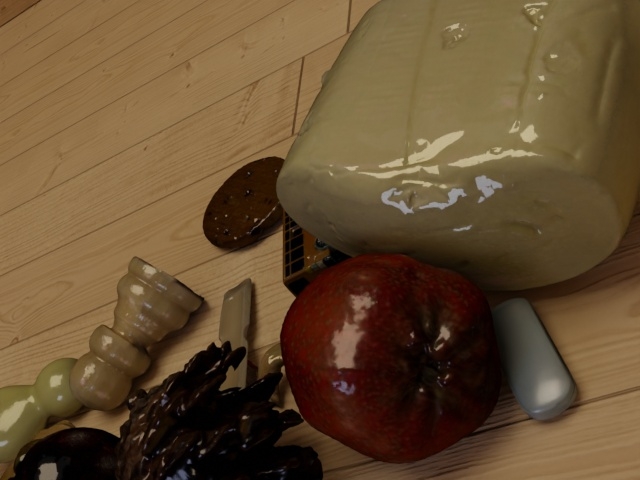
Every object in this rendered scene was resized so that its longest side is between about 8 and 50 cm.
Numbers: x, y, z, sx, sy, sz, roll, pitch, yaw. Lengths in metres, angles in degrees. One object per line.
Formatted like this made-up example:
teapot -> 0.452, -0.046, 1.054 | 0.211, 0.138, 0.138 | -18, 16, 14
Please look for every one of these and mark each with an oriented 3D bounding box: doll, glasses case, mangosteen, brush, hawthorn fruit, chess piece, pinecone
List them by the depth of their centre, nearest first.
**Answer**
glasses case -> 0.249, 0.138, 1.129 | 0.067, 0.045, 0.178 | -34, 36, 13
hawthorn fruit -> 0.071, 0.130, 1.160 | 0.254, 0.254, 0.300 | -49, 20, -7
pinecone -> -0.127, 0.280, 1.170 | 0.242, 0.298, 0.296 | -15, 56, -26
mangosteen -> -0.353, 0.363, 1.359 | 0.209, 0.210, 0.210 | -26, 39, 23
brush -> -0.127, 0.174, 1.465 | 0.060, 0.050, 0.321 | -33, 29, 19
chess piece -> -0.324, 0.168, 1.594 | 0.142, 0.142, 0.261 | 18, 73, 51
doll -> -0.509, 0.301, 1.661 | 0.296, 0.117, 0.141 | -27, 44, 0

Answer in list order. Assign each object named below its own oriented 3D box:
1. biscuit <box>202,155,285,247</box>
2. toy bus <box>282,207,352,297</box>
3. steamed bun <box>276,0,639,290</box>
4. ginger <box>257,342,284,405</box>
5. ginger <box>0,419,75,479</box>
biscuit -> -0.130, -0.069, 1.715 | 0.212, 0.036, 0.212 | -27, 38, 23
toy bus -> 0.000, 0.000, 1.468 | 0.114, 0.098, 0.201 | -27, 40, 22
steamed bun -> 0.203, -0.118, 1.225 | 0.455, 0.290, 0.371 | 4, 58, 35
ginger -> 0.014, 0.136, 1.340 | 0.288, 0.075, 0.089 | -38, -5, 12
ginger -> -0.495, 0.468, 1.461 | 0.348, 0.122, 0.363 | -53, 26, 2
